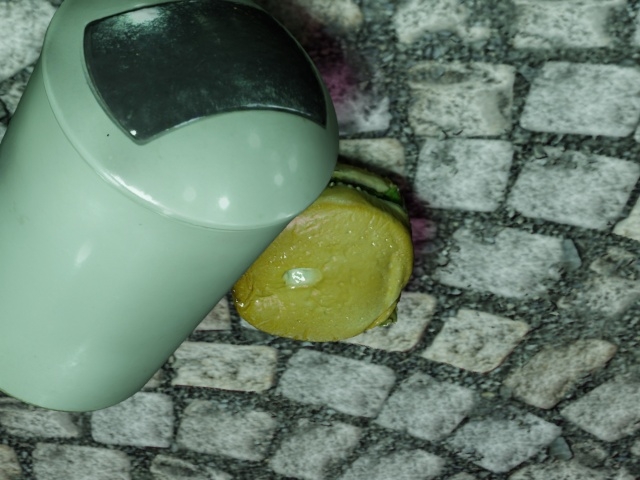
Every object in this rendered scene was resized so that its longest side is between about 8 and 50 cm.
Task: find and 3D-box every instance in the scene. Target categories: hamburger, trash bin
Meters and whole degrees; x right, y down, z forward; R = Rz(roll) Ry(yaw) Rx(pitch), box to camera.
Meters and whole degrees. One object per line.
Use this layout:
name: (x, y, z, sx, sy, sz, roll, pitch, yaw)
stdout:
hamburger: (0.000, 0.000, 1.853, 0.189, 0.122, 0.215, -5, 134, -2)
trash bin: (-0.175, -0.046, 1.699, 0.280, 0.280, 0.432, 20, 138, -19)
